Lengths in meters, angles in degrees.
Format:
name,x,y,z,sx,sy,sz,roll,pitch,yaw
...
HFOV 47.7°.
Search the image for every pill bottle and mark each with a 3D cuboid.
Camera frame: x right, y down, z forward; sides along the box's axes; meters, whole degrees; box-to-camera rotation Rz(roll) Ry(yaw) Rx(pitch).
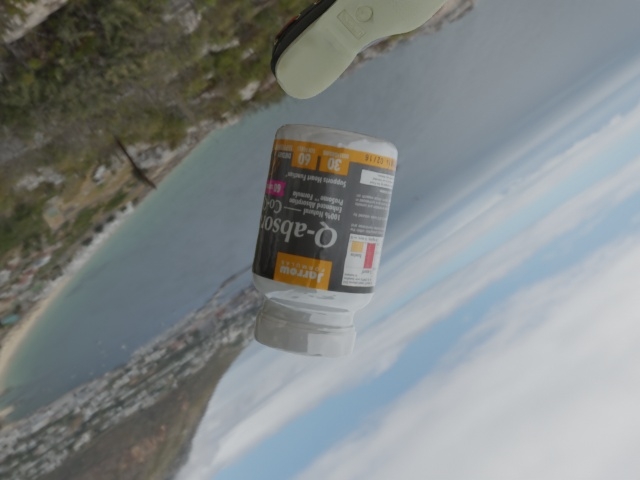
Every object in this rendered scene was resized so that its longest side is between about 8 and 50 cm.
name,x,y,z,sx,sy,sz,roll,pitch,yaw
pill bottle,0.000,0.000,0.930,0.162,0.278,0.162,9,-177,0

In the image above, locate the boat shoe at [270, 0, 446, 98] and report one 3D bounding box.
name,x,y,z,sx,sy,sz,roll,pitch,yaw
boat shoe,0.025,-0.140,0.439,0.133,0.049,0.042,-35,-145,11
